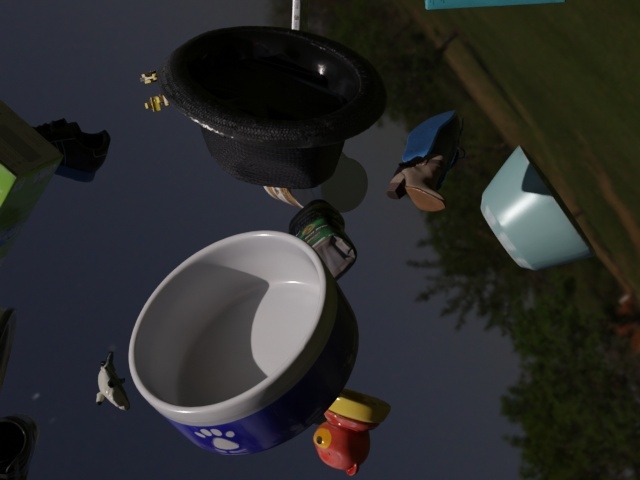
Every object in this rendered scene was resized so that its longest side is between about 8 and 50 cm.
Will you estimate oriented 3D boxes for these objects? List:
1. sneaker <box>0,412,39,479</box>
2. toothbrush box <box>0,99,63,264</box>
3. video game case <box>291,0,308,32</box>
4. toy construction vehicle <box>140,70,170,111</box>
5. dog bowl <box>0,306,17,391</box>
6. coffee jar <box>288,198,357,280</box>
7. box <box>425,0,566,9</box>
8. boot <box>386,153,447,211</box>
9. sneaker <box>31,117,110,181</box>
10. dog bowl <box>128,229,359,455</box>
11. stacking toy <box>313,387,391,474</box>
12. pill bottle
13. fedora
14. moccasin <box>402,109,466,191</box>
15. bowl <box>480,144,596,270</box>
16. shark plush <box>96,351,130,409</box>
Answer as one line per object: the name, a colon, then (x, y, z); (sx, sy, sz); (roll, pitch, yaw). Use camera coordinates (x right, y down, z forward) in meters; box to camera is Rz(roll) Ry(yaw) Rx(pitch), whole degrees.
sneaker: (-0.560, 0.432, 1.718); (0.105, 0.295, 0.147); (11, 161, -1)
toothbrush box: (-0.551, -0.078, 1.519); (0.206, 0.283, 0.122); (41, -149, 3)
video game case: (-0.036, -0.443, 1.882); (0.157, 0.019, 0.143); (-72, -15, -77)
toy construction vehicle: (-0.359, -0.318, 2.156); (0.098, 0.035, 0.086); (12, 116, 58)
dog bowl: (-0.717, 0.310, 1.951); (0.150, 0.408, 0.408); (15, -160, -11)
coffee jar: (0.000, 0.000, 1.673); (0.079, 0.096, 0.184); (44, -170, -20)
box: (0.302, -0.461, 1.756); (0.060, 0.244, 0.100); (84, -175, -48)
boot: (0.149, -0.086, 1.409); (0.118, 0.087, 0.042); (17, 143, 42)
sneaker: (-0.451, -0.160, 1.637); (0.232, 0.090, 0.081); (7, -146, -47)
dog bowl: (-0.091, 0.120, 1.215); (0.104, 0.265, 0.265); (57, -176, -41)
stacking toy: (-0.062, 0.297, 1.776); (0.279, 0.130, 0.309); (15, -179, -27)
pill bottle: (-0.012, -0.121, 1.923); (0.131, 0.131, 0.229); (44, 169, -30)
fedora: (-0.069, -0.176, 1.432); (0.334, 0.334, 0.152); (-119, 24, -47)
moccasin: (0.276, -0.214, 2.480); (0.117, 0.138, 0.342); (61, -146, -17)
bowl: (0.493, -0.051, 2.364); (0.311, 0.163, 0.311); (49, -165, -18)
shark plush: (-0.479, 0.325, 2.315); (0.067, 0.073, 0.161); (19, -160, -32)
